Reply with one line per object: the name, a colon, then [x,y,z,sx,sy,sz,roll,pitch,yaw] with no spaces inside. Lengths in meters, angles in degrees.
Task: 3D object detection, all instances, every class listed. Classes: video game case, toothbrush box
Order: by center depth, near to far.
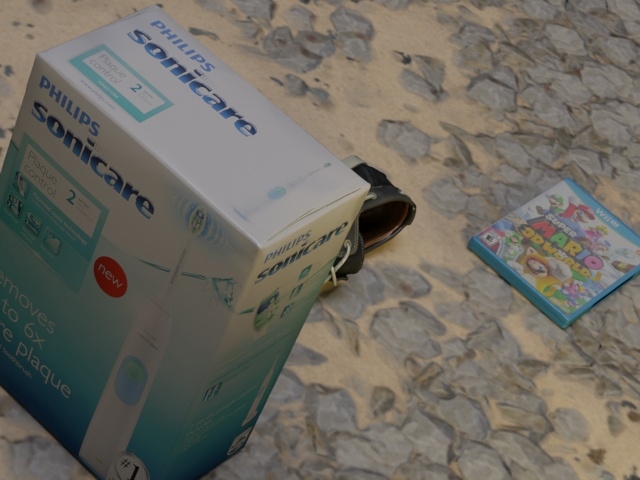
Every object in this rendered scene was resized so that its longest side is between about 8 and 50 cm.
toothbrush box: [-0.123,0.017,1.382,0.216,0.295,0.126,42,42,17]
video game case: [0.228,0.009,1.791,0.119,0.015,0.166,41,42,18]

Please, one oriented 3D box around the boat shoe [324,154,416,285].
boat shoe: [0.000,0.000,1.629,0.079,0.084,0.233,37,38,14]
